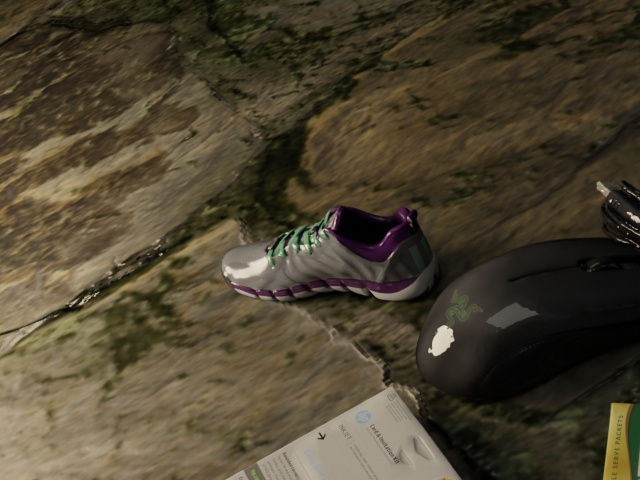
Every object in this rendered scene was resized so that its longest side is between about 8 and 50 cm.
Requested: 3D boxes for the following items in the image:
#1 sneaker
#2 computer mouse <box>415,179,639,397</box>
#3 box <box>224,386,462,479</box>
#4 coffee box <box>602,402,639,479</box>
[{"bbox_3d":[0.000,0.000,1.058,0.224,0.098,0.083,-2,43,21],"label":"sneaker"},{"bbox_3d":[0.202,0.039,0.948,0.272,0.072,0.188,-25,41,-5],"label":"computer mouse"},{"bbox_3d":[0.013,0.211,0.859,0.186,0.038,0.145,-29,41,-8],"label":"box"},{"bbox_3d":[0.293,0.172,0.780,0.184,0.040,0.113,0,44,23],"label":"coffee box"}]
